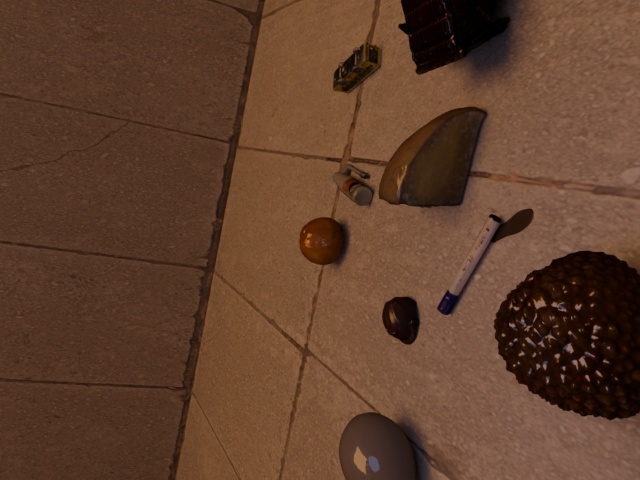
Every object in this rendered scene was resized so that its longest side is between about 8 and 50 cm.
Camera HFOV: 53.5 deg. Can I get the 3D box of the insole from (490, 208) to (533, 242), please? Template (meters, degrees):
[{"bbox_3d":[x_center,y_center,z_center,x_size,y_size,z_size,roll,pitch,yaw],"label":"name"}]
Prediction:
[{"bbox_3d":[0.400,-0.030,1.339,0.135,0.002,0.045,142,132,-57],"label":"insole"}]

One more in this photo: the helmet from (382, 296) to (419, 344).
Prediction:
[{"bbox_3d":[0.197,0.201,1.621,0.098,0.071,0.123,-33,51,58],"label":"helmet"}]

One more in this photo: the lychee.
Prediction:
[{"bbox_3d":[0.409,0.151,0.986,0.267,0.268,0.267,-33,52,58],"label":"lychee"}]

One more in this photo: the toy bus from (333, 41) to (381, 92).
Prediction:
[{"bbox_3d":[0.110,-0.554,2.061,0.226,0.074,0.081,153,123,-61],"label":"toy bus"}]

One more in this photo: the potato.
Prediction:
[{"bbox_3d":[0.239,-0.212,1.525,0.211,0.190,0.264,-143,64,-63],"label":"potato"}]

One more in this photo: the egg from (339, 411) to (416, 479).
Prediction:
[{"bbox_3d":[0.139,0.528,1.512,0.176,0.176,0.231,-64,38,33],"label":"egg"}]

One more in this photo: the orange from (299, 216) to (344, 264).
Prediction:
[{"bbox_3d":[0.000,0.000,2.038,0.159,0.136,0.158,-42,42,54],"label":"orange"}]

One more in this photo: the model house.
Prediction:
[{"bbox_3d":[0.260,-0.527,1.464,0.317,0.297,0.282,9,84,64],"label":"model house"}]

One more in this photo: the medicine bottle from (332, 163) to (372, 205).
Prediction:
[{"bbox_3d":[0.101,-0.181,1.984,0.092,0.061,0.220,-52,30,5],"label":"medicine bottle"}]

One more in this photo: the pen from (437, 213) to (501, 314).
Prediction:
[{"bbox_3d":[0.331,0.058,1.420,0.269,0.033,0.033,-67,28,29],"label":"pen"}]
